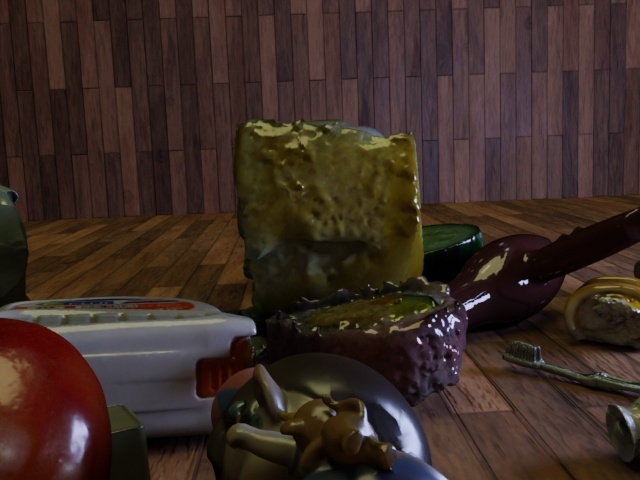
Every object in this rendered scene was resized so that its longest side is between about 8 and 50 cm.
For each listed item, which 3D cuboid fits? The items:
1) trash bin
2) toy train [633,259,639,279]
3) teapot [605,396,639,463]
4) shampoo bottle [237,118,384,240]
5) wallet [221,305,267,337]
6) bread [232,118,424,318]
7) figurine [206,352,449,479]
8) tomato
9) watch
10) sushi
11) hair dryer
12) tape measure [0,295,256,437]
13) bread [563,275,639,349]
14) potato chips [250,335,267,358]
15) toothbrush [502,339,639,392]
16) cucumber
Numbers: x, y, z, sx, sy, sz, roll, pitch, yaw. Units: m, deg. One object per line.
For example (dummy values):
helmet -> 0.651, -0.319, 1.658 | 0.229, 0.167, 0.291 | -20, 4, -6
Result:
trash bin -> -0.145, 0.170, 0.533 | 0.042, 0.092, 0.061 | -4, 8, -30
toy train -> 0.569, 0.047, 1.108 | 0.260, 0.134, 0.177 | -11, 20, -43
teapot -> 0.280, 0.162, 0.625 | 0.064, 0.064, 0.083 | -10, 40, -3
shampoo bottle -> 0.002, -0.072, 1.429 | 0.322, 0.318, 0.322 | 0, 7, 0
wallet -> -0.108, 0.120, 1.122 | 0.088, 0.026, 0.129 | -3, 8, -8
bread -> -0.001, 0.006, 1.053 | 0.239, 0.264, 0.395 | 0, -10, -4
figurine -> -0.007, 0.152, 0.451 | 0.158, 0.161, 0.275 | -39, 6, 1
tomato -> -0.215, 0.138, 0.461 | 0.136, 0.195, 0.195 | 22, -6, -32
watch -> -0.559, 0.023, 1.177 | 0.253, 0.241, 0.161 | 3, 11, 37
sushi -> 0.041, 0.119, 0.808 | 0.241, 0.108, 0.161 | -9, 11, 10
hair dryer -> 0.302, 0.031, 0.988 | 0.312, 0.123, 0.340 | -20, -9, -42
tape measure -> -0.211, 0.127, 0.761 | 0.258, 0.130, 0.265 | -2, 2, -17
bread -> 0.394, 0.091, 1.003 | 0.119, 0.084, 0.177 | 2, 5, 25
potato chips -> -0.129, 0.126, 0.963 | 0.228, 0.059, 0.167 | 5, 13, 0
toothbrush -> 0.323, 0.151, 0.796 | 0.294, 0.028, 0.026 | 12, 17, 43
cucumber -> 0.181, 0.053, 1.220 | 0.191, 0.130, 0.191 | -9, 9, 2
